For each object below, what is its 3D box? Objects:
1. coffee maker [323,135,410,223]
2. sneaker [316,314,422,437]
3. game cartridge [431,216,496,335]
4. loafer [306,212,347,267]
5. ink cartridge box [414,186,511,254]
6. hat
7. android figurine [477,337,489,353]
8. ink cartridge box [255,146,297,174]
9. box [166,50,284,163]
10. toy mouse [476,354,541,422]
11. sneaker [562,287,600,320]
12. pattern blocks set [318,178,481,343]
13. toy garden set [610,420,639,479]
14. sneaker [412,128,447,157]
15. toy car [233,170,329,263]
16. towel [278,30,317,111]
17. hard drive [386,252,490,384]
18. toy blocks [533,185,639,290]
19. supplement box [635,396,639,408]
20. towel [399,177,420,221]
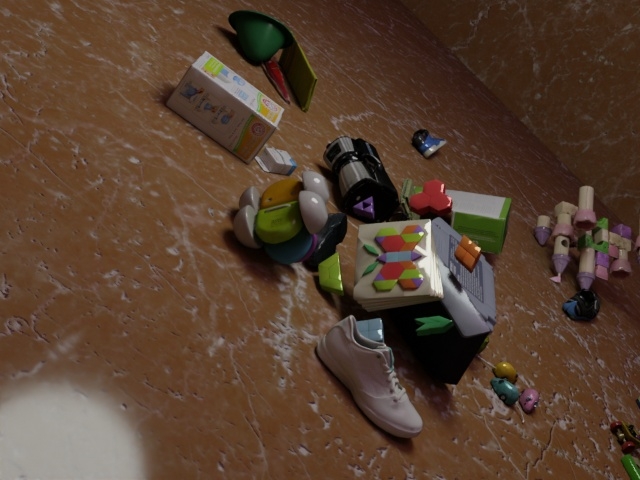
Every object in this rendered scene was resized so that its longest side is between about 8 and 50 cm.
[{"bbox_3d":[0.096,-0.127,1.882,0.171,0.120,0.178,52,13,-43],"label":"coffee maker"},{"bbox_3d":[0.091,0.209,1.309,0.212,0.094,0.080,45,24,10],"label":"sneaker"},{"bbox_3d":[0.272,0.063,1.732,0.196,0.060,0.294,44,23,-10],"label":"game cartridge"},{"bbox_3d":[0.000,0.000,1.591,0.061,0.062,0.170,5,26,17],"label":"loafer"},{"bbox_3d":[0.340,-0.057,2.127,0.255,0.097,0.189,9,20,15],"label":"ink cartridge box"},{"bbox_3d":[-0.170,-0.458,2.135,0.173,0.184,0.208,29,-16,-38],"label":"hat"},{"bbox_3d":[0.230,0.111,1.720,0.273,0.056,0.248,40,25,-4],"label":"android figurine"},{"bbox_3d":[-0.093,-0.164,1.747,0.083,0.028,0.048,2,44,-53],"label":"ink cartridge box"},{"bbox_3d":[-0.187,-0.266,1.694,0.203,0.103,0.114,36,25,-10],"label":"box"},{"bbox_3d":[0.387,0.297,1.658,0.161,0.031,0.143,31,26,-21],"label":"toy mouse"},{"bbox_3d":[0.720,0.171,2.284,0.188,0.078,0.067,4,43,-54],"label":"sneaker"},{"bbox_3d":[0.135,0.036,1.485,0.026,0.285,0.325,70,5,-49],"label":"pattern blocks set"},{"bbox_3d":[0.737,0.492,1.809,0.244,0.049,0.204,26,28,-28],"label":"toy garden set"},{"bbox_3d":[0.322,-0.300,2.526,0.085,0.058,0.152,51,32,2],"label":"sneaker"},{"bbox_3d":[-0.057,-0.028,1.470,0.182,0.159,0.136,-86,159,-61],"label":"toy car"},{"bbox_3d":[-0.060,-0.436,2.168,0.021,0.102,0.237,-1,42,-22],"label":"towel"},{"bbox_3d":[0.191,0.120,1.524,0.054,0.172,0.255,-9,49,-30],"label":"hard drive"},{"bbox_3d":[0.787,0.048,2.484,0.288,0.309,0.260,20,63,-16],"label":"toy blocks"},{"bbox_3d":[0.832,0.399,2.056,0.083,0.083,0.056,32,26,-18],"label":"supplement box"},{"bbox_3d":[0.207,-0.077,1.971,0.148,0.027,0.110,-69,146,-63],"label":"towel"}]
